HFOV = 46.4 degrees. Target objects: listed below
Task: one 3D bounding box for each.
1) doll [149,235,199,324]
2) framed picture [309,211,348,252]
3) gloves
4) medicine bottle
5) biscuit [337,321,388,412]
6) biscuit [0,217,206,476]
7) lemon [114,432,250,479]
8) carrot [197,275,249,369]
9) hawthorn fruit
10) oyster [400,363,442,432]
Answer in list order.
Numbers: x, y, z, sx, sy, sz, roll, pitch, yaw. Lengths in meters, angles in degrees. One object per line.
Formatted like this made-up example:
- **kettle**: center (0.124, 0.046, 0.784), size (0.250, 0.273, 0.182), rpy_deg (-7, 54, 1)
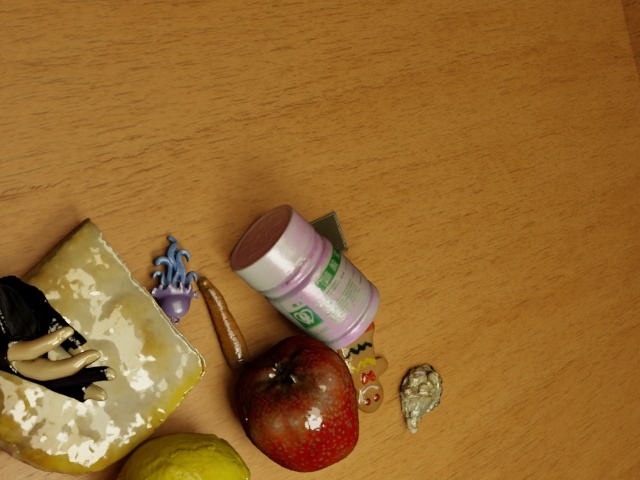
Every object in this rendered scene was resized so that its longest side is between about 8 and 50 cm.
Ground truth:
- **doll**: center (-0.328, 0.089, 1.684), size (0.110, 0.067, 0.206), rpy_deg (3, 73, -20)
- **framed picture**: center (0.000, 0.000, 1.945), size (0.149, 0.011, 0.109), rpy_deg (-24, 99, -33)
- **gloves**: center (-0.508, 0.190, 1.376), size (0.301, 0.197, 0.152), rpy_deg (32, 98, 1)
- **medicine bottle**: center (-0.032, 0.092, 1.795), size (0.325, 0.212, 0.212), rpy_deg (44, 64, -23)
- **biscuit**: center (0.114, 0.338, 1.981), size (0.165, 0.036, 0.250), rpy_deg (-16, 96, -33)
- **biscuit**: center (-0.484, 0.255, 1.539), size (0.429, 0.104, 0.446), rpy_deg (49, 59, -20)
- **lemon**: center (-0.286, 0.528, 1.566), size (0.284, 0.260, 0.260), rpy_deg (35, 68, -30)
- **carrot**: center (-0.227, 0.190, 1.750), size (0.059, 0.059, 0.248), rpy_deg (-27, 98, -33)
- **hawthorn fruit**: center (-0.027, 0.405, 1.751), size (0.285, 0.285, 0.369), rpy_deg (-52, 124, -26)
- **oyster**: center (0.285, 0.438, 2.066), size (0.163, 0.081, 0.191), rpy_deg (18, 80, -37)
